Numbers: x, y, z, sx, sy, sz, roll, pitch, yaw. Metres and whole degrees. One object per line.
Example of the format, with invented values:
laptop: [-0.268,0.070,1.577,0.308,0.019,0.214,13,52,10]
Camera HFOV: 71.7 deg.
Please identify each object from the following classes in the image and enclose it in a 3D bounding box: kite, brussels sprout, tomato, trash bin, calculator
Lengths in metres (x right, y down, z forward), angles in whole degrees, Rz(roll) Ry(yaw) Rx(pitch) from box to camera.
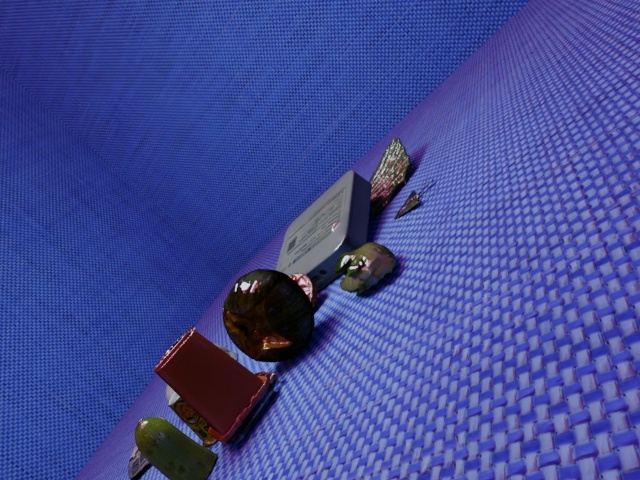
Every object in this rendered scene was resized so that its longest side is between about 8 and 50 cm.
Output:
kite: [0.262,-0.113,1.251,0.160,0.010,0.183,-47,6,17]
brussels sprout: [0.105,0.056,1.018,0.139,0.101,0.181,-29,-7,-19]
tomato: [-0.063,0.170,1.270,0.155,0.069,0.156,-18,59,33]
trash bin: [-0.233,0.308,0.991,0.184,0.239,0.161,-49,10,-28]
calculator: [-0.571,0.691,1.481,0.177,0.040,0.268,-49,11,-14]

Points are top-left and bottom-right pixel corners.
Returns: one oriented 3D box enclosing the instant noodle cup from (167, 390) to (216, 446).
instant noodle cup: [-0.290,0.403,1.131,0.182,0.144,0.182,-45,10,10]

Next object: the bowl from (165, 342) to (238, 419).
bowl: [-0.425,0.457,1.512,0.277,0.145,0.277,-47,9,9]

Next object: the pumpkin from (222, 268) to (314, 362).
pumpkin: [-0.123,0.181,1.077,0.238,0.238,0.159,-39,7,36]

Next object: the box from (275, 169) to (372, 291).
box: [0.000,0.001,1.452,0.396,0.111,0.397,-40,25,37]

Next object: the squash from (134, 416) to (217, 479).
squash: [-0.325,0.453,0.954,0.095,0.188,0.095,-45,12,13]

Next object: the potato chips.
potato chips: [0.191,-0.199,1.640,0.389,0.097,0.373,-54,13,-10]
